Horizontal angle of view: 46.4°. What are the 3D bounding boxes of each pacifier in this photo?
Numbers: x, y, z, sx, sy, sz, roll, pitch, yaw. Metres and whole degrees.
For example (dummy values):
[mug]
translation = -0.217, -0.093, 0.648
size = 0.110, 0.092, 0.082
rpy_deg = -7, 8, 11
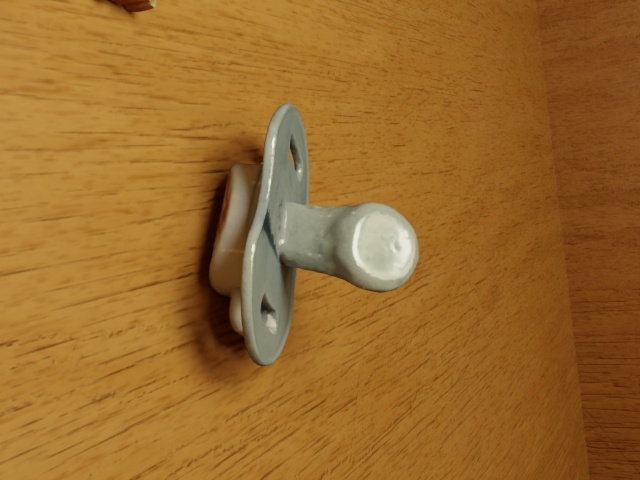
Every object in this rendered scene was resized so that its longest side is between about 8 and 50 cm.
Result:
[pacifier]
translation = 0.000, 0.000, 0.784
size = 0.227, 0.207, 0.279
rpy_deg = 64, 31, -63

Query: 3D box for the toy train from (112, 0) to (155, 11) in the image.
[toy train]
translation = -0.177, -0.265, 0.676
size = 0.064, 0.044, 0.103
rpy_deg = 12, 77, -63
